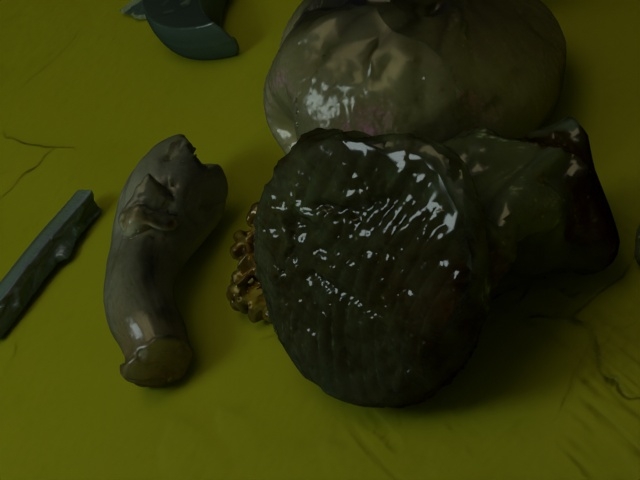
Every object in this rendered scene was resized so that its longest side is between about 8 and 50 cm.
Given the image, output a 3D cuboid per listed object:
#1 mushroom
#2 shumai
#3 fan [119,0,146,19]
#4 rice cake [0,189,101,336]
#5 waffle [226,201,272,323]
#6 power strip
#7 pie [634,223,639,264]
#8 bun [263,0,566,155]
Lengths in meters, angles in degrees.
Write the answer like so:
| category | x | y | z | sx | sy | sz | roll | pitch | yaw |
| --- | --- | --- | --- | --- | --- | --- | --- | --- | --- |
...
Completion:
| category | x | y | z | sx | sy | sz | roll | pitch | yaw |
| --- | --- | --- | --- | --- | --- | --- | --- | --- | --- |
| mushroom | -0.145 | 0.014 | 1.530 | 0.099 | 0.096 | 0.278 | 117 | 167 | -46 |
| shumai | 0.089 | 0.006 | 1.331 | 0.271 | 0.222 | 0.203 | -6 | 8 | 44 |
| fan | -0.123 | -0.313 | 1.935 | 0.240 | 0.009 | 0.131 | -31 | 37 | 3 |
| rice cake | -0.274 | 0.023 | 1.659 | 0.042 | 0.030 | 0.180 | 5 | 52 | 47 |
| waffle | -0.004 | 0.003 | 1.475 | 0.191 | 0.038 | 0.191 | -20 | 39 | 17 |
| power strip | -0.106 | -0.301 | 1.865 | 0.167 | 0.054 | 0.253 | 2 | 53 | 35 |
| pie | 0.275 | -0.002 | 1.290 | 0.085 | 0.017 | 0.085 | -20 | 39 | 17 |
| bun | 0.077 | -0.151 | 1.455 | 0.272 | 0.168 | 0.273 | -7 | 31 | 4 |
